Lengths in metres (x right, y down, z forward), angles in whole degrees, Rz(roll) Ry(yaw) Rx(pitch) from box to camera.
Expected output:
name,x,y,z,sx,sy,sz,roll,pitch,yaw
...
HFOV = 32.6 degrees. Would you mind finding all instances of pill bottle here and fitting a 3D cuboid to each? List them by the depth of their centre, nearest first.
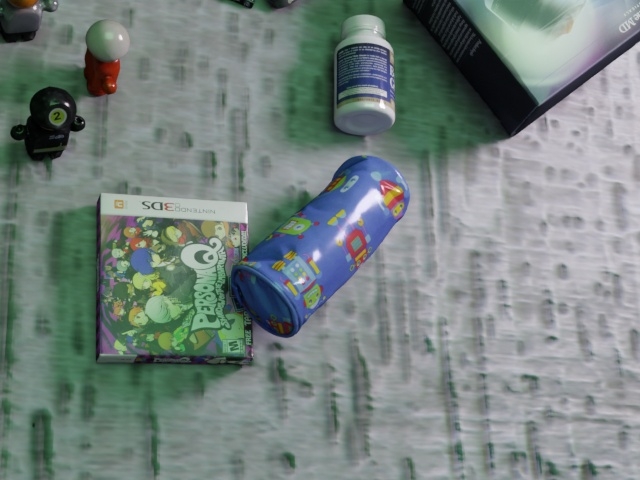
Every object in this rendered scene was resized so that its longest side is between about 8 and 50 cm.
name,x,y,z,sx,sy,sz,roll,pitch,yaw
pill bottle,0.067,-0.255,1.676,0.094,0.094,0.169,7,68,-17

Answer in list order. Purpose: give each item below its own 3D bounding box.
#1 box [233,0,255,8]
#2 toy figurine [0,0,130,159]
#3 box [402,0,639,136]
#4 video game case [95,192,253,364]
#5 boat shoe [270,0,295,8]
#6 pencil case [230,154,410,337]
name,x,y,z,sx,sy,sz,roll,pitch,yaw
box,-0.135,-0.407,1.707,0.083,0.018,0.067,20,65,-11
toy figurine,-0.386,-0.240,1.483,0.209,0.148,0.213,35,63,-4
box,0.344,-0.380,1.734,0.296,0.183,0.294,-37,86,-10
video game case,-0.199,0.053,1.494,0.210,0.042,0.232,4,69,-18
boat shoe,-0.009,-0.431,1.749,0.206,0.075,0.065,-33,126,-32
pencil case,0.000,0.000,1.519,0.306,0.133,0.119,-46,133,-36
